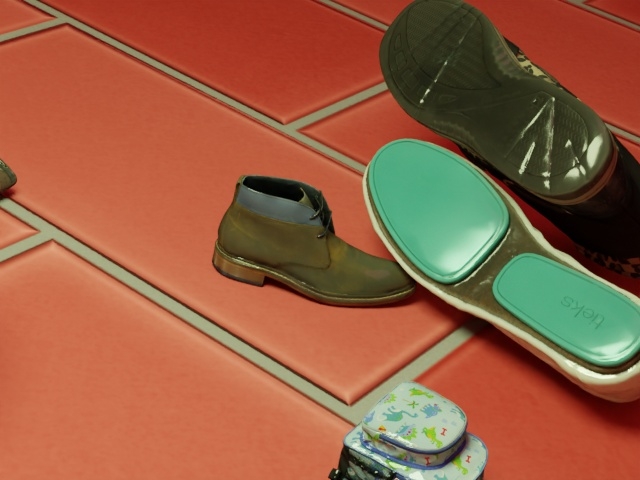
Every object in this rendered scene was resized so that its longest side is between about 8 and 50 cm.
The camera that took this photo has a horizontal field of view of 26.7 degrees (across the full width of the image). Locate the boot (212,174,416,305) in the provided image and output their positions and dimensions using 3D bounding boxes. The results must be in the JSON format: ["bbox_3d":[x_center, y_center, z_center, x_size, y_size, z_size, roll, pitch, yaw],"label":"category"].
[{"bbox_3d":[0.000,0.000,1.408,0.219,0.106,0.082,9,31,-2],"label":"boot"}]

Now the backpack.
[{"bbox_3d":[0.084,0.184,1.159,0.114,0.084,0.105,29,38,22],"label":"backpack"}]

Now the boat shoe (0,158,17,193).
[{"bbox_3d":[-0.397,-0.093,1.492,0.152,0.056,0.049,39,35,24],"label":"boat shoe"}]

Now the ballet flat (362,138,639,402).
[{"bbox_3d":[0.191,0.040,1.396,0.139,0.139,0.400,-16,42,-37],"label":"ballet flat"}]

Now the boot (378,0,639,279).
[{"bbox_3d":[0.244,-0.111,1.517,0.284,0.138,0.377,34,7,-45],"label":"boot"}]
